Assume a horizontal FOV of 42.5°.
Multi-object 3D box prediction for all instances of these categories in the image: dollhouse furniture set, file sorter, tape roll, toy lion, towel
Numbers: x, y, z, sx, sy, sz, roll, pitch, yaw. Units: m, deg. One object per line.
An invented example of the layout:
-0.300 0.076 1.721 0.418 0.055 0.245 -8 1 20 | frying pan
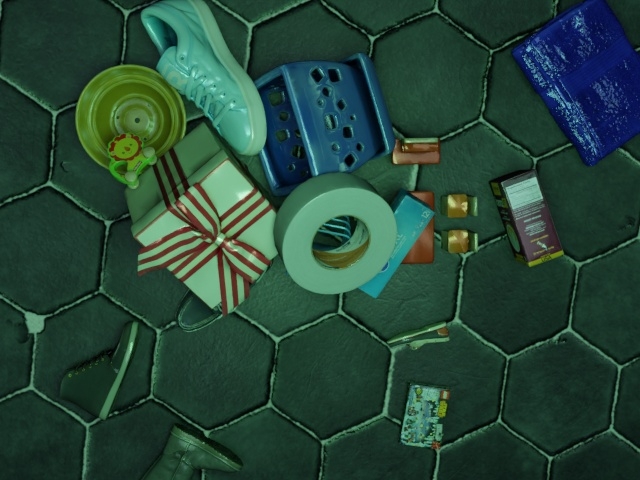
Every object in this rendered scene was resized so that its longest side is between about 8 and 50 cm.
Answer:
0.194 -0.080 1.696 0.261 0.135 0.259 -2 96 -3 | dollhouse furniture set
0.000 0.000 1.664 0.118 0.170 0.105 10 112 -4 | file sorter
0.027 -0.012 1.506 0.219 0.072 0.219 -9 122 -14 | tape roll
-0.375 -0.161 1.597 0.096 0.034 0.100 25 66 12 | toy lion
0.574 -0.337 1.725 0.227 0.076 0.308 -35 96 1 | towel

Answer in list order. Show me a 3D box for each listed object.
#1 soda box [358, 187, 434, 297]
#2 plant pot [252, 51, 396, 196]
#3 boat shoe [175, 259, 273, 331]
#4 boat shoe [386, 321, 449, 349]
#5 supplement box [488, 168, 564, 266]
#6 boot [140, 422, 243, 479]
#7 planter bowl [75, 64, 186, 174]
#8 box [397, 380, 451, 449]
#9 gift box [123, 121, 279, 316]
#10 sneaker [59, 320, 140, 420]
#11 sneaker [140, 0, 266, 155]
0.135 0.005 1.636 0.071 0.067 0.210 31 102 -12 | soda box
0.003 -0.233 1.617 0.212 0.236 0.236 -21 97 -25 | plant pot
-0.202 0.102 1.719 0.254 0.079 0.095 -36 97 0 | boat shoe
0.211 0.212 1.772 0.136 0.049 0.043 -15 98 -7 | boat shoe
0.431 -0.050 1.729 0.080 0.104 0.188 -21 96 -1 | supplement box
-0.289 0.519 1.757 0.189 0.076 0.209 26 87 9 | boot
-0.377 -0.244 1.669 0.217 0.090 0.217 -1 99 -4 | planter bowl
0.227 0.382 1.797 0.093 0.027 0.137 9 95 -5 | box
-0.222 -0.027 1.587 0.276 0.258 0.255 -45 122 4 | gift box
-0.462 0.257 1.717 0.118 0.083 0.222 22 95 -5 | sneaker
-0.241 -0.310 1.600 0.150 0.135 0.366 -19 70 -36 | sneaker
